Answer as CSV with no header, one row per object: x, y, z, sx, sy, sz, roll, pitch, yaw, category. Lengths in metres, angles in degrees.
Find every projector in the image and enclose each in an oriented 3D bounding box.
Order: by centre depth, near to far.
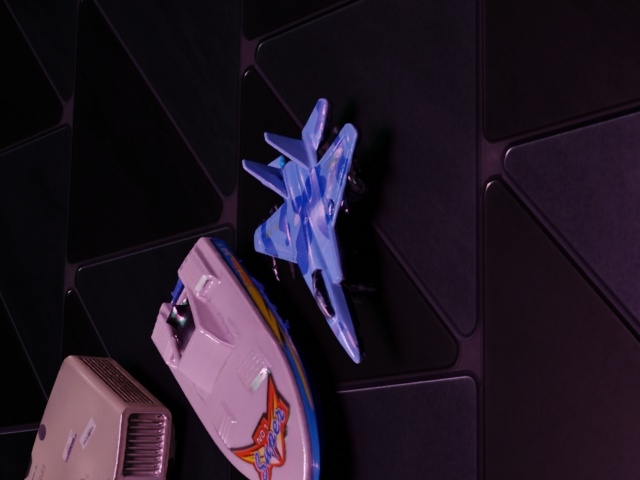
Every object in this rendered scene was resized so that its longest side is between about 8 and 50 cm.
-0.227,0.271,1.645,0.193,0.088,0.269,33,110,51,projector

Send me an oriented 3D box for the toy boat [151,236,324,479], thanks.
-0.067,0.125,1.458,0.129,0.088,0.295,-62,39,24,toy boat

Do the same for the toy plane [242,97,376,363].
0.006,0.001,1.401,0.169,0.078,0.246,-49,53,37,toy plane
